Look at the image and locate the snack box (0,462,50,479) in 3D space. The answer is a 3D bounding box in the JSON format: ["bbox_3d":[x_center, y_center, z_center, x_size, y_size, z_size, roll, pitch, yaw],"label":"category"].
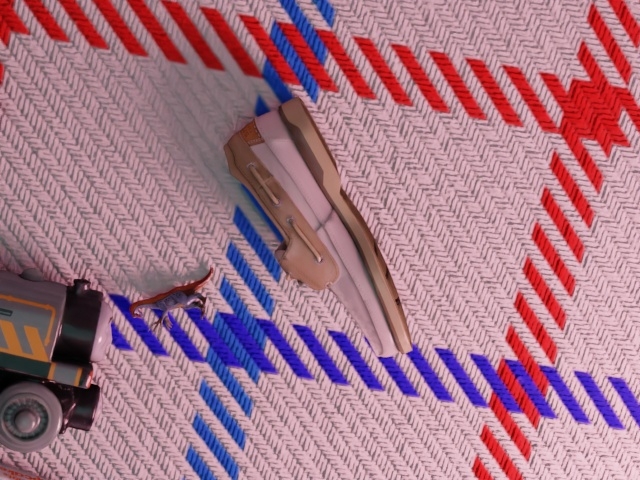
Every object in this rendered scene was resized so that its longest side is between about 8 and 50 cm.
[{"bbox_3d":[-0.363,0.426,1.811,0.187,0.060,0.322,23,94,-16],"label":"snack box"}]

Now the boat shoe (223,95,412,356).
[{"bbox_3d":[0.000,0.000,1.719,0.103,0.113,0.302,-26,97,5],"label":"boat shoe"}]

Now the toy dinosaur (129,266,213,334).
[{"bbox_3d":[-0.168,0.068,1.768,0.082,0.047,0.090,13,73,0],"label":"toy dinosaur"}]

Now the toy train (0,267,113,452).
[{"bbox_3d":[-0.387,0.105,1.704,0.334,0.142,0.190,14,96,-9],"label":"toy train"}]
